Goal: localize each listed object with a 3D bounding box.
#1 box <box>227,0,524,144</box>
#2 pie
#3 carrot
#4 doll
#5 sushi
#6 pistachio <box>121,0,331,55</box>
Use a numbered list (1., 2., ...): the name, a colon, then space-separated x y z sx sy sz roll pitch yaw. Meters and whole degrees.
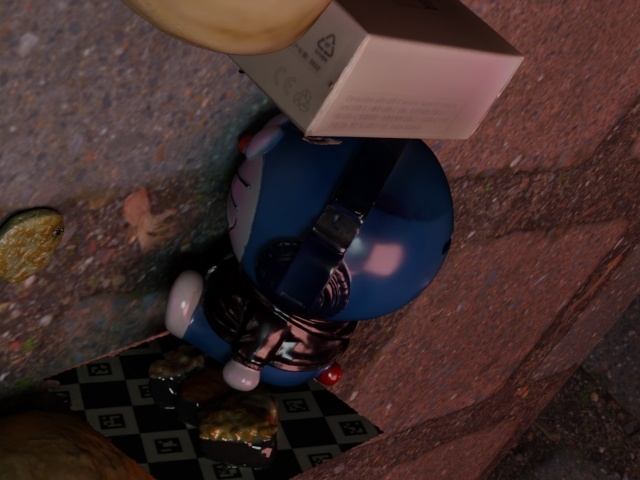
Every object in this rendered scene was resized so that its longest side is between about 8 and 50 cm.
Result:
1. box: 0.020 -0.180 0.970 0.252 0.203 0.106 -4 133 -53
2. pie: -0.269 0.006 1.055 0.085 0.017 0.085 -35 154 -20
3. carrot: -0.272 0.295 1.262 0.224 0.224 0.341 -50 157 14
4. doll: 0.000 0.000 1.199 0.310 0.240 0.284 -61 179 29
5. sushi: -0.114 0.155 1.231 0.264 0.290 0.050 -18 125 -40
6. pistachio: -0.078 -0.252 0.710 0.238 0.229 0.321 -12 148 12
